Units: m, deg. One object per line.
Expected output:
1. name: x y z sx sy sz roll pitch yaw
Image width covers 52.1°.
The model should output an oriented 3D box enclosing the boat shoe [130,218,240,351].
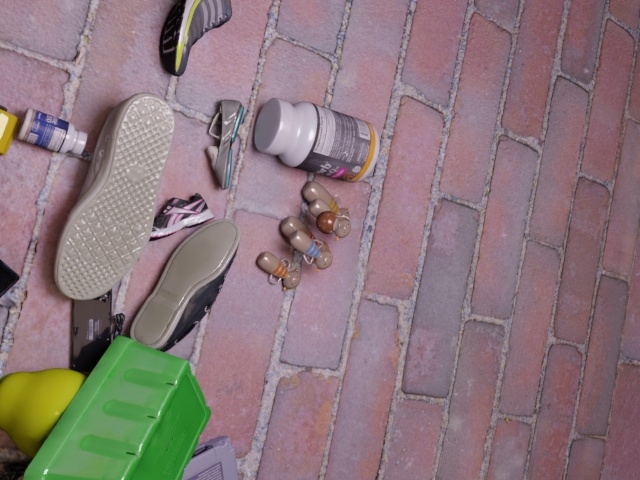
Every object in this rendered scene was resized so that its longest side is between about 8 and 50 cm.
1. boat shoe: -0.282 0.108 1.461 0.340 0.127 0.113 -61 158 -18

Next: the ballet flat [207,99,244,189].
1. ballet flat: -0.228 -0.223 1.517 0.068 0.072 0.213 11 84 -4

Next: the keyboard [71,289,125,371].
1. keyboard: -0.471 0.187 1.393 0.108 0.023 0.180 1 91 -26

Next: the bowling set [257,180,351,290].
1. bowling set: 0.000 0.000 1.585 0.154 0.200 0.287 40 75 -28

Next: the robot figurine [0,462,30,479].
1. robot figurine: -0.542 0.540 1.319 0.291 0.085 0.210 -7 94 -32

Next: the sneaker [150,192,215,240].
1. sneaker: -0.330 -0.054 1.457 0.178 0.072 0.077 -23 92 -37

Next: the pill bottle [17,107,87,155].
1. pill bottle: -0.536 -0.214 1.314 0.120 0.067 0.067 19 81 -31

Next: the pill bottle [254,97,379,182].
1. pill bottle: -0.008 -0.244 1.589 0.279 0.162 0.162 11 85 -31

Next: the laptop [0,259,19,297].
1. laptop: -0.807 0.105 1.050 0.408 0.236 0.382 -43 104 8

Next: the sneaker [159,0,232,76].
1. sneaker: -0.263 -0.498 1.457 0.121 0.111 0.299 23 81 -34

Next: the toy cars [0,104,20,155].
1. toy cars: -0.705 -0.325 1.194 0.177 0.087 0.393 -33 108 -27

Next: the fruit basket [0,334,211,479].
1. fruit basket: -0.451 0.373 1.274 0.392 0.392 0.282 -34 129 -27

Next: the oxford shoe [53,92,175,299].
1. oxford shoe: -0.426 -0.091 1.357 0.169 0.130 0.448 19 92 -36

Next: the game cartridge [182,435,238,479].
1. game cartridge: -0.300 0.578 1.444 0.294 0.060 0.195 -13 95 -50
